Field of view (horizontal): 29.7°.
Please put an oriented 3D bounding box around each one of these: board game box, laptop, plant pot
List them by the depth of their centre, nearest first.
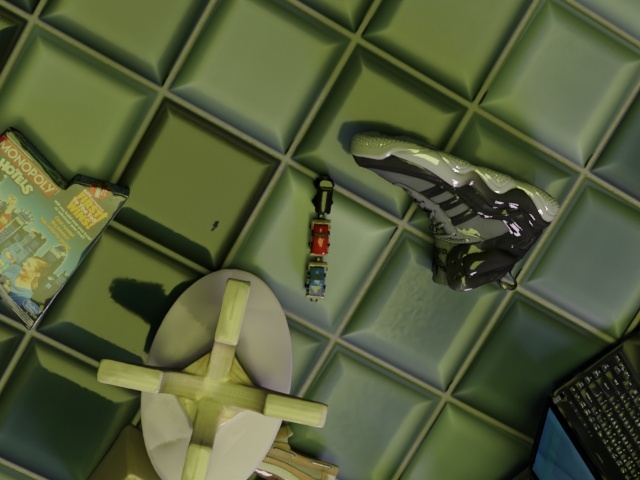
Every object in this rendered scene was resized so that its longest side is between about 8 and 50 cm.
[{"bbox_3d":[-0.327,-0.031,1.396,0.194,0.060,0.194,-39,105,2],"label":"board game box"},{"bbox_3d":[-0.222,0.310,1.475,0.109,0.096,0.109,34,98,-14],"label":"plant pot"},{"bbox_3d":[0.396,0.277,1.511,0.264,0.136,0.234,-34,106,-4],"label":"laptop"}]

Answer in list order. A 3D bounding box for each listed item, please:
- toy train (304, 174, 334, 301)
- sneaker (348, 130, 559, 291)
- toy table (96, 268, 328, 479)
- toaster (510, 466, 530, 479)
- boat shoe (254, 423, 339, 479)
[{"bbox_3d":[0.000,0.000,1.456,0.027,0.036,0.158,3,104,-8],"label":"toy train"},{"bbox_3d":[0.143,-0.027,1.432,0.269,0.101,0.153,19,98,-14],"label":"sneaker"},{"bbox_3d":[-0.122,0.166,1.380,0.252,0.161,0.274,1,86,-4],"label":"toy table"},{"bbox_3d":[0.280,0.412,1.549,0.146,0.129,0.227,-33,108,6],"label":"toaster"},{"bbox_3d":[-0.061,0.259,1.506,0.190,0.068,0.072,34,83,-21],"label":"boat shoe"}]
